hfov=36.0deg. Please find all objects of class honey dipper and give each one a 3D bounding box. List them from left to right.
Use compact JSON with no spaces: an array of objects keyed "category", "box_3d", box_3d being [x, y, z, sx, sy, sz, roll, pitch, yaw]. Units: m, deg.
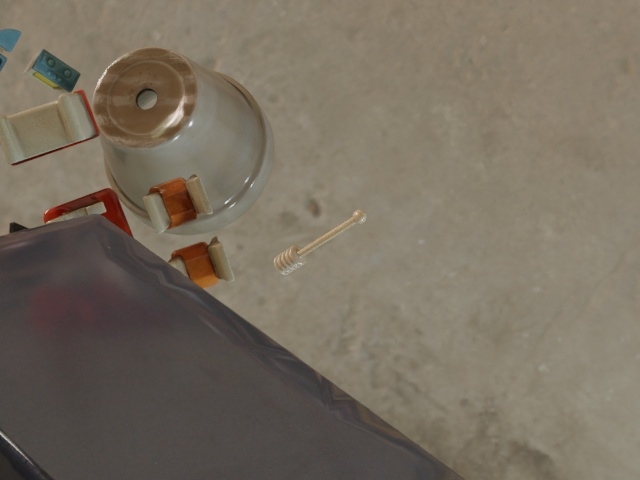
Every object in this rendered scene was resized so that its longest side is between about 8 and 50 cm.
[{"category":"honey dipper","box_3d":[0.000,0.000,1.306,0.030,0.161,0.030,28,46,-33]}]

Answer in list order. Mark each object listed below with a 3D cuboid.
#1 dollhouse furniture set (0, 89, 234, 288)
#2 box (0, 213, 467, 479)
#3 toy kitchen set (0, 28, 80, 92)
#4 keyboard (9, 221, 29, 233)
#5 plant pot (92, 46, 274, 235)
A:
[{"category":"dollhouse furniture set","box_3d":[-0.253,-0.024,1.056,0.262,0.135,0.259,-20,98,-6]},{"category":"box","box_3d":[-0.109,0.209,0.556,0.343,0.312,0.179,33,32,28]},{"category":"toy kitchen set","box_3d":[-0.526,-0.246,1.691,0.166,0.122,0.207,34,74,-34]},{"category":"keyboard","box_3d":[-0.550,0.052,1.854,0.100,0.038,0.192,29,29,-34]},{"category":"plant pot","box_3d":[-0.266,-0.198,1.762,0.323,0.280,0.323,-2,74,9]}]
